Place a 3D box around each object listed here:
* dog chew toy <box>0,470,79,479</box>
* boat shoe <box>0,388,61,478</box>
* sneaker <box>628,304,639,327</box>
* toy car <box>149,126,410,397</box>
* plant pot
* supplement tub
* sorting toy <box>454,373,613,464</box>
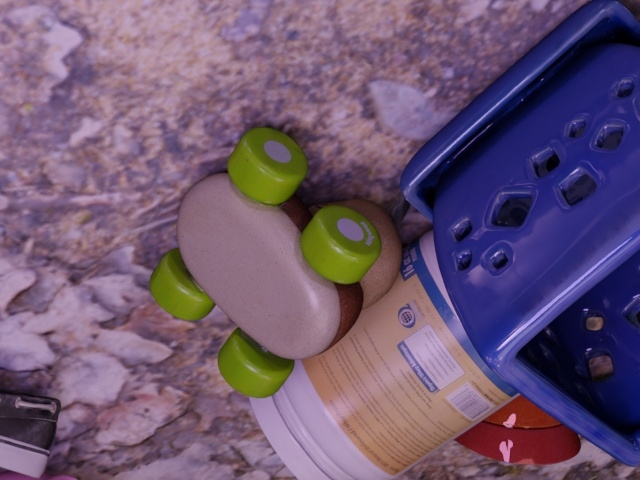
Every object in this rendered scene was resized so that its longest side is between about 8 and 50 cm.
[{"bbox_3d":[-0.294,0.313,1.320,0.207,0.206,0.332,27,110,-44],"label":"dog chew toy"},{"bbox_3d":[-0.278,0.114,1.199,0.219,0.078,0.070,29,77,-50],"label":"boat shoe"},{"bbox_3d":[0.357,0.047,1.379,0.330,0.147,0.129,4,133,-31],"label":"sneaker"},{"bbox_3d":[0.000,0.000,1.196,0.188,0.149,0.155,-23,156,-50],"label":"toy car"},{"bbox_3d":[0.208,-0.015,1.170,0.236,0.212,0.236,-42,138,11],"label":"plant pot"},{"bbox_3d":[0.058,0.098,1.285,0.200,0.144,0.144,-36,139,13],"label":"supplement tub"},{"bbox_3d":[0.278,0.105,1.466,0.366,0.127,0.126,-4,107,-27],"label":"sorting toy"}]
